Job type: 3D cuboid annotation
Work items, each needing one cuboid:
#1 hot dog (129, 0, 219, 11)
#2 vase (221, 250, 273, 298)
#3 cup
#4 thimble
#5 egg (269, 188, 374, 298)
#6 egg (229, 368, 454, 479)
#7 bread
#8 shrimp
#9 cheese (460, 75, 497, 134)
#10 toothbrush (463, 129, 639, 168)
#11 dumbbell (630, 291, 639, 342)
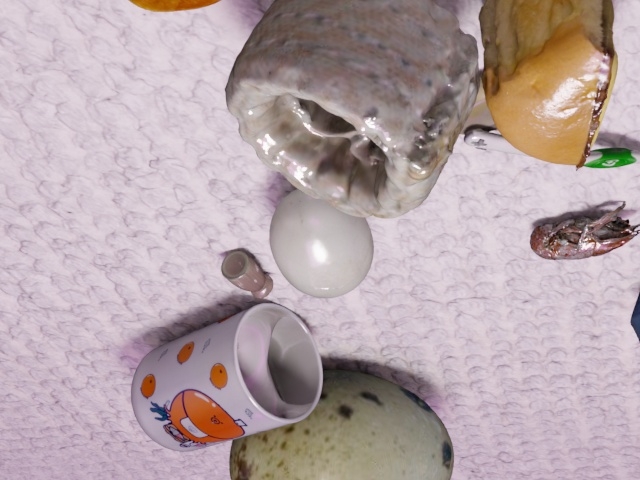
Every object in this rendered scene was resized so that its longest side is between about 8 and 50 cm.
[{"bbox_3d":[-0.130,-0.344,1.488,0.153,0.150,0.257,13,150,-1],"label":"hot dog"},{"bbox_3d":[-0.117,0.058,2.312,0.053,0.053,0.100,-12,152,23],"label":"vase"},{"bbox_3d":[-0.180,0.254,2.513,0.317,0.212,0.212,-23,143,40],"label":"cup"},{"bbox_3d":[0.046,-0.173,1.650,0.291,0.195,0.291,24,158,10],"label":"thimble"},{"bbox_3d":[0.000,0.000,2.094,0.151,0.151,0.209,-6,149,14],"label":"egg"},{"bbox_3d":[0.042,0.411,2.647,0.428,0.345,0.345,-6,153,-12],"label":"egg"},{"bbox_3d":[0.270,-0.201,1.660,0.162,0.204,0.262,-3,148,3],"label":"bread"},{"bbox_3d":[0.410,-0.011,2.138,0.190,0.075,0.073,-7,119,30],"label":"shrimp"},{"bbox_3d":[0.189,-0.163,1.902,0.097,0.037,0.192,24,145,-35],"label":"cheese"},{"bbox_3d":[0.390,-0.117,1.952,0.418,0.040,0.042,9,155,-18],"label":"toothbrush"},{"bbox_3d":[0.658,0.102,2.247,0.144,0.160,0.325,-14,169,-45],"label":"dumbbell"}]
